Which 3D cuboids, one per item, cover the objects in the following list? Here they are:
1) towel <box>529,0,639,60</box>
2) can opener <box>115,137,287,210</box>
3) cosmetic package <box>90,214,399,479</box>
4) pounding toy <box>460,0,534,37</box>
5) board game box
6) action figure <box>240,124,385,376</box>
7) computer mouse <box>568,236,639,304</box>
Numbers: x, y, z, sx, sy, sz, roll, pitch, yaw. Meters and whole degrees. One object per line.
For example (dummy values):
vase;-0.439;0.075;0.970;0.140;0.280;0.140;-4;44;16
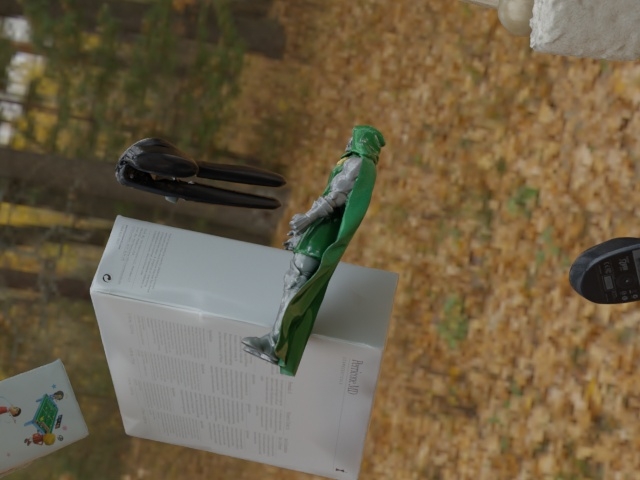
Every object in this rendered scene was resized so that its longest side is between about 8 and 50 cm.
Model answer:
towel;0.249;-0.256;0.853;0.049;0.187;0.282;-99;13;-65
can opener;-0.120;-0.060;1.281;0.073;0.186;0.059;47;118;54
cosmetic package;-0.077;0.131;1.345;0.377;0.284;0.097;96;-171;-60
pounding toy;0.169;-0.320;1.127;0.110;0.183;0.237;4;-72;-85
board game box;-0.435;0.243;1.363;0.224;0.303;0.097;-31;80;54
action figure;0.000;0.000;1.119;0.137;0.063;0.232;107;-171;-77
computer mouse;0.346;0.010;1.144;0.041;0.242;0.071;-85;-19;-51
